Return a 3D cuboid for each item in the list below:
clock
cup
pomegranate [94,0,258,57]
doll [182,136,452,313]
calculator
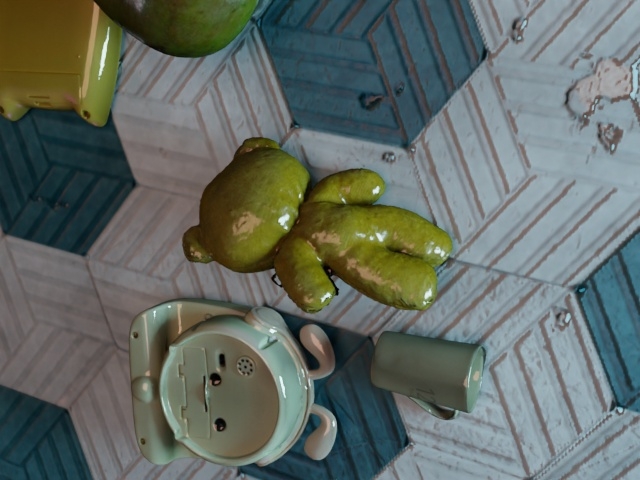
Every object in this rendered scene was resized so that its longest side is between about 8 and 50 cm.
[{"bbox_3d":[-0.078,0.132,0.706,0.191,0.062,0.152,1,98,21],"label":"clock"},{"bbox_3d":[0.090,0.109,0.649,0.083,0.075,0.054,9,64,24],"label":"cup"},{"bbox_3d":[-0.098,-0.242,0.636,0.152,0.131,0.191,39,87,18],"label":"pomegranate"},{"bbox_3d":[0.000,0.000,0.647,0.209,0.097,0.137,23,67,10],"label":"doll"},{"bbox_3d":[-0.258,-0.229,0.744,0.157,0.033,0.237,6,98,22],"label":"calculator"}]
